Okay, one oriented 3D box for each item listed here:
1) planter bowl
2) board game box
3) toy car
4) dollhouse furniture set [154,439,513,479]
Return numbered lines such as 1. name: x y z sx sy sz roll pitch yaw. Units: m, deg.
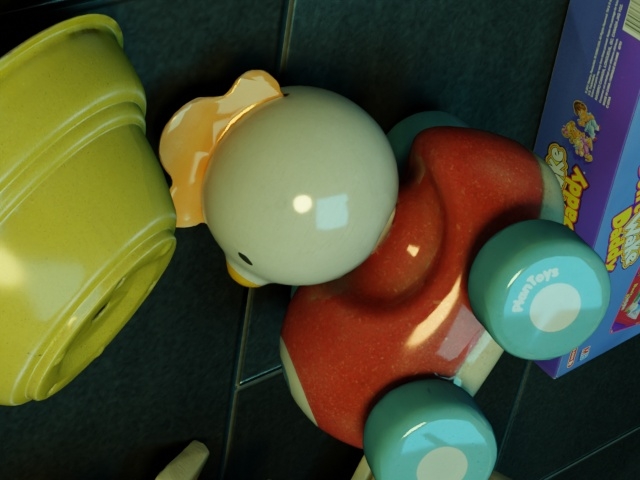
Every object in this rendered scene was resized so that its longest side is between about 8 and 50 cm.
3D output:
1. planter bowl: -0.130 0.009 0.642 0.217 0.090 0.217 -50 176 -5
2. board game box: 0.270 -0.079 1.074 0.233 0.078 0.347 -22 138 -31
3. toy car: 0.000 0.000 0.809 0.238 0.219 0.210 26 106 -24
4. dollhouse furniture set: 0.015 0.330 0.979 0.256 0.362 0.394 -65 171 21
